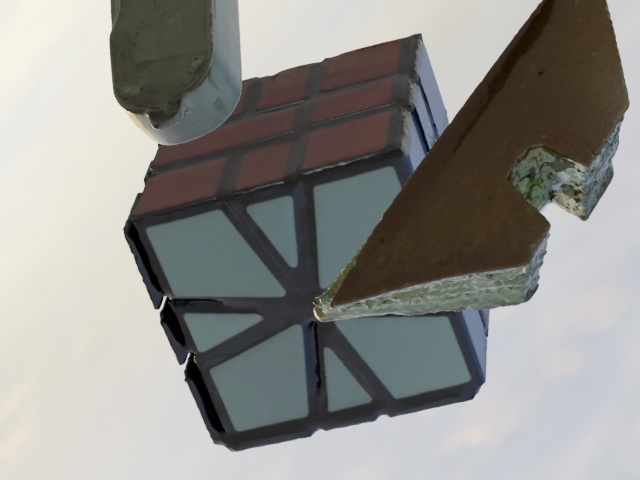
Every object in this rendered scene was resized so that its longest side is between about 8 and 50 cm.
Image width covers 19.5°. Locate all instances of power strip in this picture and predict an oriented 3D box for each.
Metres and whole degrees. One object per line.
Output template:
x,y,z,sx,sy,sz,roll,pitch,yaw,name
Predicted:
-0.091,-0.173,1.151,0.080,0.048,0.286,-21,-130,18,power strip

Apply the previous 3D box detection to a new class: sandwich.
0.101,-0.034,0.972,0.244,0.088,0.090,-52,171,-16,sandwich

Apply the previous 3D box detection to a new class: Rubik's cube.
0.000,0.000,1.845,0.293,0.288,0.283,-11,-151,15,Rubik's cube
